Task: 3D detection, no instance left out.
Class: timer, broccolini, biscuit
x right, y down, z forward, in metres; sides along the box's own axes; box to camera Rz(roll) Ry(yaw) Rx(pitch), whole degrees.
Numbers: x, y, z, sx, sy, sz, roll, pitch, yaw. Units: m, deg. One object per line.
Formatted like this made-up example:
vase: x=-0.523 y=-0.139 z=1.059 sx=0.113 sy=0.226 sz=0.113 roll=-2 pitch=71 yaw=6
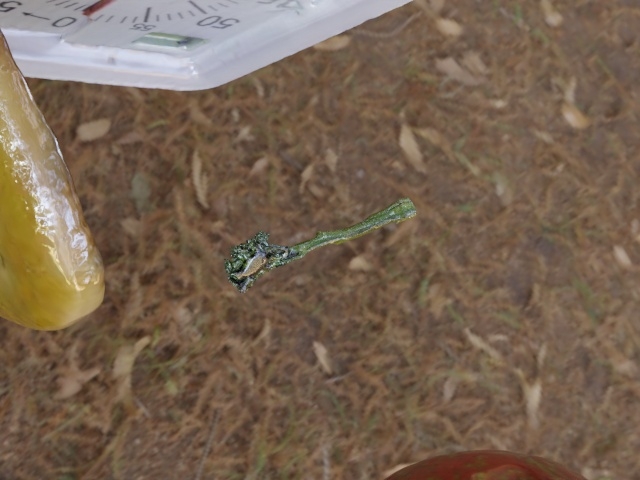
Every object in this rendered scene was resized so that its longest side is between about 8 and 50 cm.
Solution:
timer: x=-0.093 y=-0.159 z=0.528 sx=0.257 sy=0.250 sz=0.161 roll=-3 pitch=67 yaw=-45
broccolini: x=-0.004 y=-0.007 z=1.302 sx=0.254 sy=0.071 sz=0.057 roll=-23 pitch=84 yaw=-17
biscuit: x=-0.169 y=-0.066 z=0.403 sx=0.041 sy=0.203 sz=0.260 roll=-31 pitch=70 yaw=-38

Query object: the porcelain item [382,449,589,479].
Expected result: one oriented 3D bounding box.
porcelain item: x=0.077 y=0.239 z=0.609 sx=0.253 sy=0.253 sz=0.253 roll=15 pitch=59 yaw=-26
